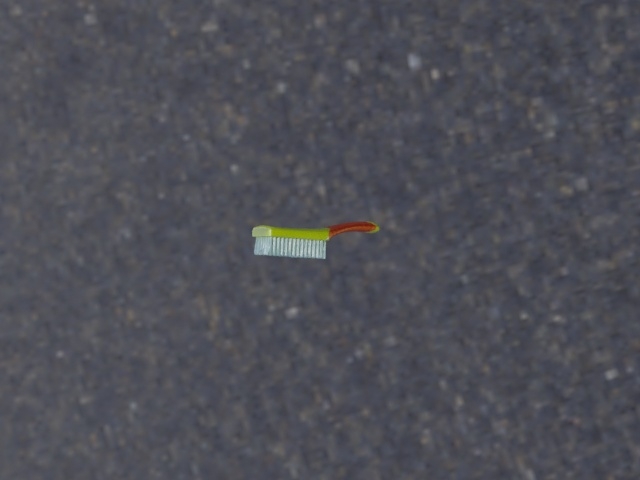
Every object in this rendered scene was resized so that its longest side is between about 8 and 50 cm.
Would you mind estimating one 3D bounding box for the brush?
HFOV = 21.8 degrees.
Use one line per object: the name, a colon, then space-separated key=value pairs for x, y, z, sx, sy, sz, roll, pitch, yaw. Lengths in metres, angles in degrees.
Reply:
brush: x=0.000 y=0.000 z=0.937 sx=0.019 sy=0.083 sz=0.021 roll=-1 pitch=92 yaw=53
